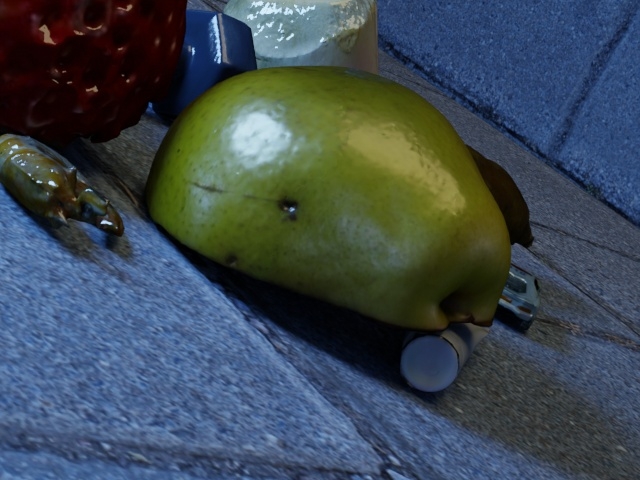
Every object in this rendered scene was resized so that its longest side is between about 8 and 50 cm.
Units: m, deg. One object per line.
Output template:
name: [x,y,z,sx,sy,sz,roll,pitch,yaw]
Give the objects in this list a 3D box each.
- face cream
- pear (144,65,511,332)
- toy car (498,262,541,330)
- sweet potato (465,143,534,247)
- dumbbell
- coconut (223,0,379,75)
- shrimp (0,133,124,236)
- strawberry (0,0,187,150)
face cream: [0.118,0.101,1.431,0.092,0.058,0.244,13,8,7]
pear: [0.018,-0.070,1.423,0.386,0.191,0.340,24,17,32]
toy car: [0.237,0.058,1.837,0.095,0.056,0.205,29,14,5]
sweet potato: [0.174,-0.058,1.944,0.158,0.158,0.370,38,16,34]
dumbbell: [-0.232,-0.242,1.740,0.325,0.144,0.160,18,-5,-43]
coconut: [-0.025,-0.248,2.054,0.239,0.244,0.239,-1,28,0]
shrimp: [-0.220,-0.047,1.268,0.132,0.051,0.187,21,13,-31]
strawberry: [-0.259,-0.283,1.427,0.295,0.345,0.317,23,15,-32]
